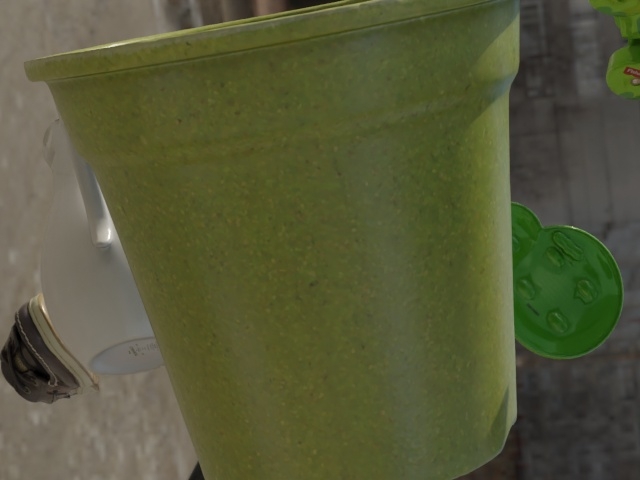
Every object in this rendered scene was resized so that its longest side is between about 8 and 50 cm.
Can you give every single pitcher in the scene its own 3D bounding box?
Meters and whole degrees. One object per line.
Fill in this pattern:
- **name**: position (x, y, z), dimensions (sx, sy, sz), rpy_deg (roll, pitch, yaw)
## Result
- **pitcher**: position (-0.169, -0.011, 1.127), dimensions (0.178, 0.125, 0.207), rpy_deg (73, 2, -68)

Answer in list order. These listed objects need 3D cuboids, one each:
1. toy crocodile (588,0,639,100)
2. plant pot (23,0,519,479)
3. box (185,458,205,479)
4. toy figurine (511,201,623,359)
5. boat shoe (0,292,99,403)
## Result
- **toy crocodile**: position (0.337, -0.249, 1.452), dimensions (0.340, 0.105, 0.115), rpy_deg (60, 36, -51)
- **plant pot**: position (0.000, 0.000, 0.790), dimensions (0.276, 0.276, 0.254), rpy_deg (-63, 143, -77)
- **box**: position (-0.028, 0.227, 1.143), dimensions (0.220, 0.175, 0.051), rpy_deg (-62, -178, 25)
- **toy figurine**: position (0.199, 0.042, 1.448), dimensions (0.173, 0.130, 0.159), rpy_deg (44, -13, -6)
- **boat shoe**: position (-0.302, 0.131, 1.562), dimensions (0.103, 0.092, 0.285), rpy_deg (63, -9, 10)
